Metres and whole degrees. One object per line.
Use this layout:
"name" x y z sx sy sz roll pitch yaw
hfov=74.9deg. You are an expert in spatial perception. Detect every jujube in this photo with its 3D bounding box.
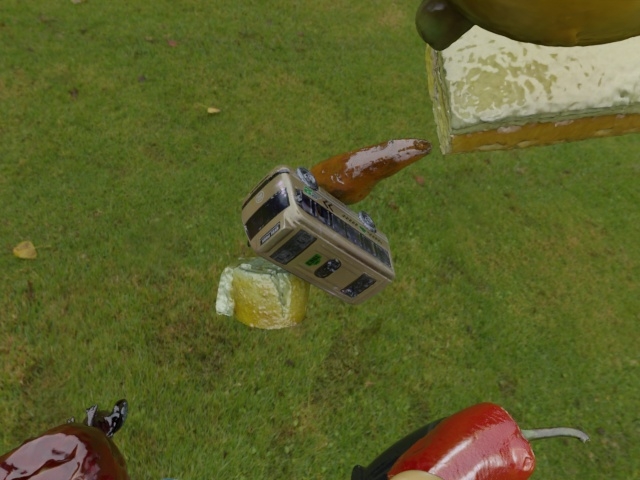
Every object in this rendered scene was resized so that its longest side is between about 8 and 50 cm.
"jujube" -0.542 0.527 0.761 0.377 0.276 0.276 -33 70 -23

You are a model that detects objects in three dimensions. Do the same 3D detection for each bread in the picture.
"bread" -0.112 0.095 0.901 0.186 0.123 0.257 8 6 0
"bread" 0.369 -0.275 0.660 0.376 0.165 0.236 -4 75 6

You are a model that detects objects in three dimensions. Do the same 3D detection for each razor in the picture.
"razor" 0.234 0.501 0.909 0.204 0.349 0.113 36 29 -20

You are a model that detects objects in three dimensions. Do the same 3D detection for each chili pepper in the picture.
"chili pepper" 0.260 0.333 0.669 0.339 0.131 0.134 -18 86 -29

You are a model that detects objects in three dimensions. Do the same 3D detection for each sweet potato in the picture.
"sweet potato" 0.051 -0.125 0.856 0.112 0.359 0.112 12 73 -42

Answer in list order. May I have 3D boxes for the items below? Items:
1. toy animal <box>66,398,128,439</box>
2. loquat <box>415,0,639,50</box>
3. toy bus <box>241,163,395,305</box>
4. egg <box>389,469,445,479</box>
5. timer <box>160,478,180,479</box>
"toy animal" -0.572 0.493 1.067 0.219 0.179 0.116 -36 75 -14
"loquat" 0.194 -0.299 0.322 0.329 0.359 0.328 15 55 -23
"toy bus" 0.000 0.000 0.766 0.290 0.139 0.157 34 30 -34
"egg" 0.111 0.292 0.452 0.096 0.080 0.080 42 50 1
"timer" -0.089 0.392 0.484 0.256 0.175 0.175 19 49 -22
